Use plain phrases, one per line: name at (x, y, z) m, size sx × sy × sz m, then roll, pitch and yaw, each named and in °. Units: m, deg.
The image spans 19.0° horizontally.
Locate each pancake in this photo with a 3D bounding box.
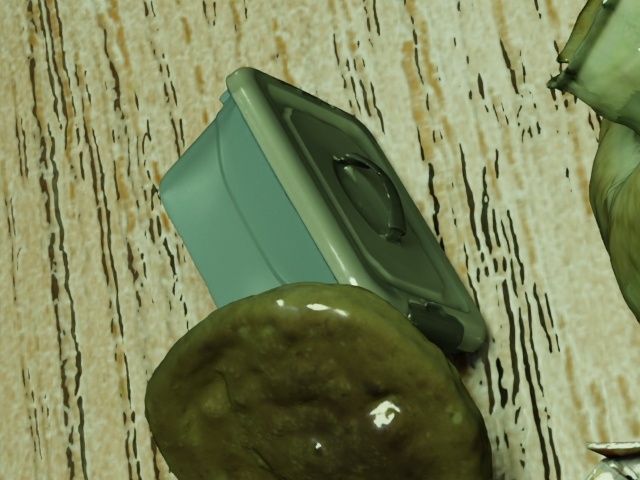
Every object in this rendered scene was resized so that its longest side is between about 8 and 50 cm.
pancake at (-0.006, 0.133, 1.220) m, size 0.242 × 0.242 × 0.050 m, roll -10°, pitch 28°, yaw 25°

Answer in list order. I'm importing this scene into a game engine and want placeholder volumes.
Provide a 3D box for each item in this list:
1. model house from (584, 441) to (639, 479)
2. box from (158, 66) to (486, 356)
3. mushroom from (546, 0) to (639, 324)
model house at (0.201, 0.162, 1.100) m, size 0.207 × 0.219 × 0.136 m, roll 38°, pitch 86°, yaw 33°
box at (0.000, 0.000, 1.302) m, size 0.130 × 0.162 × 0.227 m, roll -41°, pitch 57°, yaw 20°
mushroom at (0.270, -0.091, 1.096) m, size 0.260 × 0.352 × 0.352 m, roll 26°, pitch 83°, yaw -4°
